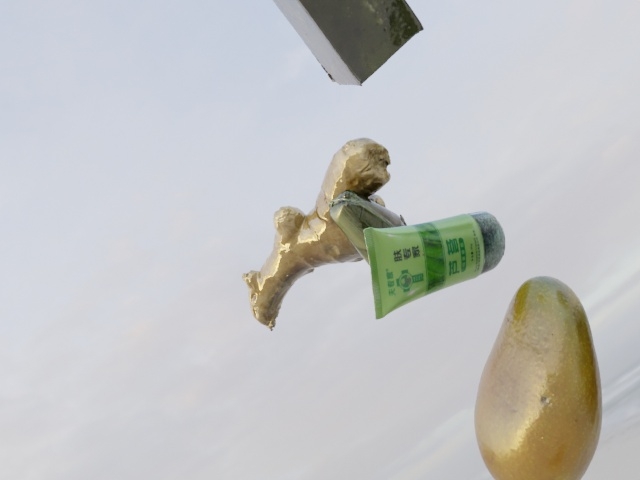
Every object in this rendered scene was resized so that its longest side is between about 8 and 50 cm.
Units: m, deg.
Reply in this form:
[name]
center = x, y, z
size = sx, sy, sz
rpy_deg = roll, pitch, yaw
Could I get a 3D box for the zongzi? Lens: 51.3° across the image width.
[zongzi]
center = 0.054, 0.008, 0.753
size = 0.104, 0.113, 0.052
rpy_deg = 23, -34, -29

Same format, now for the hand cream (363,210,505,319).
[hand cream]
center = 0.124, 0.016, 0.706
size = 0.175, 0.095, 0.046
rpy_deg = -14, 13, -31

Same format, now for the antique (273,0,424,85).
[antique]
center = -0.013, -0.245, 0.580
size = 0.080, 0.221, 0.081
rpy_deg = -44, 22, -4

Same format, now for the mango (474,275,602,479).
[mango]
center = 0.215, 0.149, 0.657
size = 0.099, 0.136, 0.227
rpy_deg = 1, -80, -21

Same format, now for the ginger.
[ginger]
center = 0.000, 0.000, 0.867
size = 0.148, 0.081, 0.333
rpy_deg = 24, -49, -31
